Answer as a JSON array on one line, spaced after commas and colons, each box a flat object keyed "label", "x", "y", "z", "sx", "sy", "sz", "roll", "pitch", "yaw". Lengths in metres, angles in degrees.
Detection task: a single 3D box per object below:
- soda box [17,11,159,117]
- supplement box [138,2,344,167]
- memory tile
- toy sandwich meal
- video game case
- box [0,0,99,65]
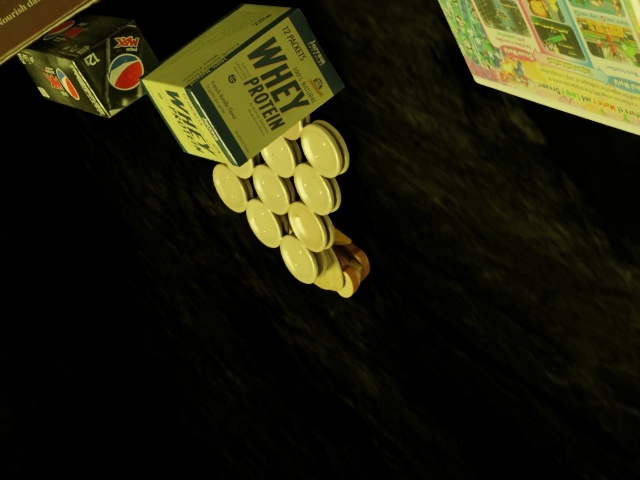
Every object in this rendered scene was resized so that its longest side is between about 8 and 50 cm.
[{"label": "soda box", "x": -0.179, "y": -0.138, "z": 1.345, "sx": 0.053, "sy": 0.060, "sz": 0.169, "roll": 61, "pitch": 163, "yaw": -22}, {"label": "supplement box", "x": -0.047, "y": -0.093, "z": 1.024, "sx": 0.056, "sy": 0.083, "sz": 0.083, "roll": 58, "pitch": 162, "yaw": -22}, {"label": "memory tile", "x": -0.027, "y": -0.047, "z": 1.137, "sx": 0.113, "sy": 0.012, "sz": 0.148, "roll": 45, "pitch": 147, "yaw": 24}, {"label": "toy sandwich meal", "x": 0.000, "y": 0.000, "z": 1.198, "sx": 0.085, "sy": 0.029, "sz": 0.085, "roll": 49, "pitch": 162, "yaw": 22}, {"label": "video game case", "x": 0.087, "y": -0.112, "z": 0.722, "sx": 0.157, "sy": 0.019, "sz": 0.143, "roll": 27, "pitch": 150, "yaw": 56}, {"label": "box", "x": -0.287, "y": -0.220, "z": 1.274, "sx": 0.203, "sy": 0.167, "sz": 0.168, "roll": 57, "pitch": 164, "yaw": -14}]
